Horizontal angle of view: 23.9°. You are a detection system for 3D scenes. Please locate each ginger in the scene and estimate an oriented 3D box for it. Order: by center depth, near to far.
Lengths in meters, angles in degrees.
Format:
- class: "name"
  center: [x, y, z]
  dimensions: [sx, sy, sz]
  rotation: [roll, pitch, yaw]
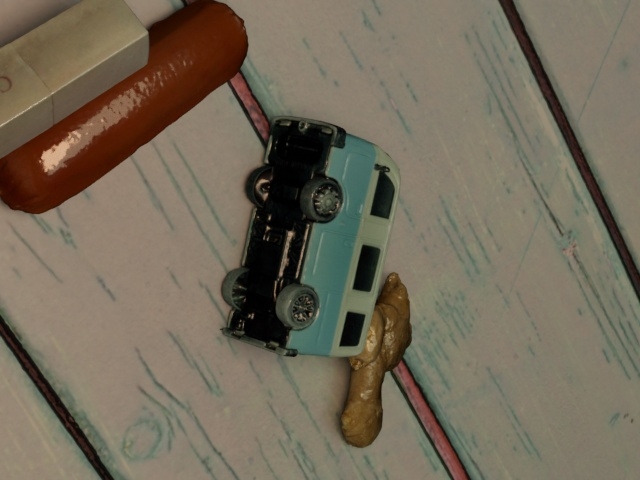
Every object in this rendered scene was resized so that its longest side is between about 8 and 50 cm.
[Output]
- class: "ginger"
  center: [0.072, 0.159, 1.907]
  dimensions: [0.133, 0.059, 0.214]
  rotation: [-35, 133, -57]

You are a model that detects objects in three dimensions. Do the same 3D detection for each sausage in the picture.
- class: "sausage"
  center: [-0.211, -0.152, 1.647]
  dimensions: [0.348, 0.094, 0.097]
  rotation: [-40, 112, -24]

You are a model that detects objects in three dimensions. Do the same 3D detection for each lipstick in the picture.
- class: "lipstick"
  center: [-0.343, -0.125, 1.524]
  dimensions: [0.371, 0.080, 0.076]
  rotation: [-36, 78, -18]

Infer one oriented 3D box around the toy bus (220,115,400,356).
- class: "toy bus"
  center: [0.000, 0.000, 1.796]
  dimensions: [0.165, 0.133, 0.271]
  rotation: [12, 92, -41]
